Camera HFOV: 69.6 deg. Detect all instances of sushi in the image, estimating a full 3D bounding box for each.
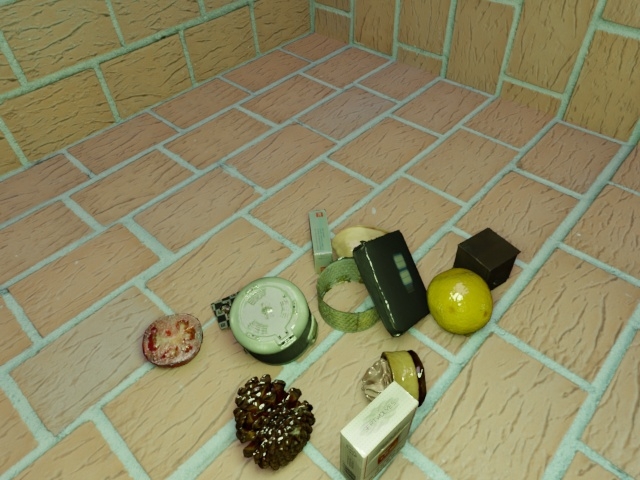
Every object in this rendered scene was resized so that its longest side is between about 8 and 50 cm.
[{"bbox_3d":[-0.316,0.266,1.816,0.201,0.031,0.139,-23,50,-14],"label":"sushi"}]

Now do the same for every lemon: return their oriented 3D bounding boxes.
[{"bbox_3d":[0.509,0.226,1.674,0.229,0.228,0.253,-23,83,-18],"label":"lemon"}]

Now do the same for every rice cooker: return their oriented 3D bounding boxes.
[{"bbox_3d":[-0.159,0.287,1.620,0.289,0.277,0.288,-3,63,6],"label":"rice cooker"}]

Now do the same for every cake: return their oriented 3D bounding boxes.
[{"bbox_3d":[0.222,0.450,1.486,0.178,0.207,0.185,1,49,-14],"label":"cake"}]

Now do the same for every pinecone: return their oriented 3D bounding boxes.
[{"bbox_3d":[-0.156,0.545,1.425,0.247,0.246,0.292,-26,31,-20],"label":"pinecone"}]

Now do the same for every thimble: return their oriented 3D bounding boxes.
[{"bbox_3d":[0.121,0.207,1.766,0.271,0.150,0.270,-1,47,1],"label":"thimble"}]

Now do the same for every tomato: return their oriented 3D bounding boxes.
[{"bbox_3d":[-0.532,0.375,1.686,0.225,0.085,0.224,1,44,-1],"label":"tomato"}]

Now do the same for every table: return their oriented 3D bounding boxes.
[{"bbox_3d":[0.646,0.096,1.814,0.169,0.193,0.172,-26,51,-21],"label":"table"}]

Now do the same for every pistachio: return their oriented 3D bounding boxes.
[{"bbox_3d":[0.194,0.029,1.908,0.300,0.187,0.187,0,46,-8],"label":"pistachio"}]

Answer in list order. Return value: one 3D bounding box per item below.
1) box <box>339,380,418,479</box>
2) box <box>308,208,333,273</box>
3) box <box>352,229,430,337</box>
[{"bbox_3d":[0.156,0.562,1.300,0.210,0.330,0.095,-34,54,-26],"label":"box"},{"bbox_3d":[0.000,0.000,1.980,0.079,0.135,0.269,-6,46,-2],"label":"box"},{"bbox_3d":[0.270,0.143,1.666,0.359,0.091,0.350,-16,82,-56],"label":"box"}]
